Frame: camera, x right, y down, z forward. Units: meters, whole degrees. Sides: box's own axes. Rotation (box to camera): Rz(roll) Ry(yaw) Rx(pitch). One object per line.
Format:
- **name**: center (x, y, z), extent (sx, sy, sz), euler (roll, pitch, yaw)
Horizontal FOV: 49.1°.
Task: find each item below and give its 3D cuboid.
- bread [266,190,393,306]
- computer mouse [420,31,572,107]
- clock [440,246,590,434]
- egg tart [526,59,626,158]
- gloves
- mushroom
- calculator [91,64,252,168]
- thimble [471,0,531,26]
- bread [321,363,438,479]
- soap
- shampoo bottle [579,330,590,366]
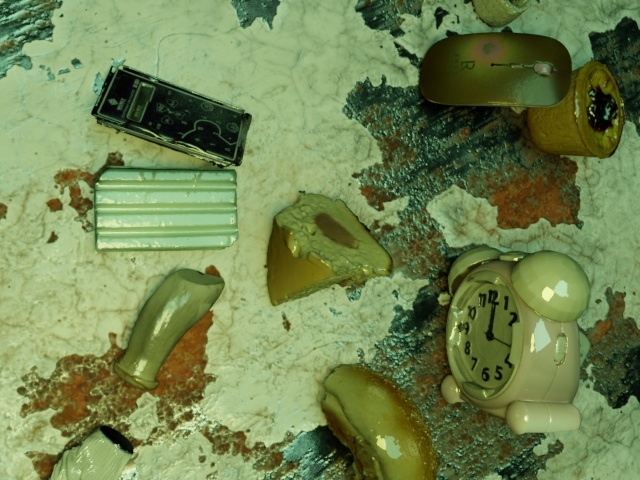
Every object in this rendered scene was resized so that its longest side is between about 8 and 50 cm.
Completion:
- **bread**: center (0.003, -0.008, 1.305), extent (0.184, 0.224, 0.211), euler (-6, 78, -27)
- **computer mouse**: center (0.366, -0.354, 1.474), extent (0.310, 0.072, 0.158), euler (5, 81, 16)
- **clock**: center (0.370, 0.177, 1.355), extent (0.184, 0.342, 0.325), euler (0, 91, -26)
- **egg tart**: center (0.564, -0.281, 1.543), extent (0.215, 0.171, 0.215), euler (1, 88, -43)
- **gloves**: center (-0.401, 0.419, 1.158), extent (0.119, 0.097, 0.229), euler (38, 68, -8)
- **mushroom**: center (-0.273, 0.144, 1.241), extent (0.096, 0.108, 0.247), euler (23, 69, 25)
- **calculator**: center (-0.265, -0.228, 1.282), extent (0.274, 0.028, 0.165), euler (18, 49, -15)
- **thimble**: center (0.407, -0.549, 1.582), extent (0.102, 0.090, 0.115), euler (-20, 89, -25)
- **bread**: center (0.126, 0.377, 1.308), extent (0.171, 0.192, 0.314), euler (-23, 92, -20)
- **soap**: center (-0.275, -0.056, 1.268), extent (0.261, 0.094, 0.150), euler (0, 89, -22)
- **shampoo bottle**: center (0.510, 0.289, 1.539), extent (0.108, 0.051, 0.221), euler (38, 73, -13)
